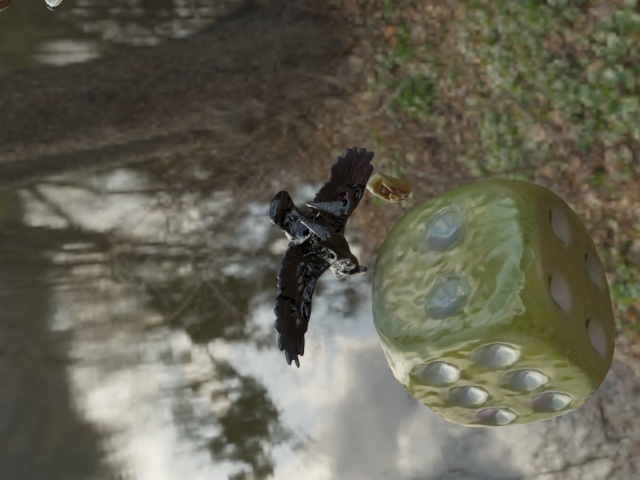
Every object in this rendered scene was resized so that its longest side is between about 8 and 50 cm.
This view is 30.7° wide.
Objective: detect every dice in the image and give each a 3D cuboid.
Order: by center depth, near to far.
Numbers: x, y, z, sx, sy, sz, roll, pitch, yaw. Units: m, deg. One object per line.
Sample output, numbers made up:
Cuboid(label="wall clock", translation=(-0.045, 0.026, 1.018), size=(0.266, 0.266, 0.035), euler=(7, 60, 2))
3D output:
Cuboid(label="dice", translation=(0.218, 0.081, 1.441), size=(0.226, 0.238, 0.233), euler=(-20, 50, 32))

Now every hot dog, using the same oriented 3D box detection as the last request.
Cuboid(label="hot dog", translation=(0.104, -0.071, 1.662), size=(0.030, 0.090, 0.034), euler=(-52, 52, 21))

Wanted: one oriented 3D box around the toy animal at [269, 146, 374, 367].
Cuboid(label="toy animal", translation=(0.000, 0.000, 0.993), size=(0.108, 0.062, 0.220), euler=(58, -133, -56))

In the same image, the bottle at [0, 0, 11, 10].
Cuboid(label="bottle", translation=(-0.270, -0.193, 0.820), size=(0.098, 0.152, 0.099), euler=(15, 121, 25))

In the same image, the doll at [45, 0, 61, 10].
Cuboid(label="doll", translation=(-0.262, -0.362, 1.335), size=(0.106, 0.181, 0.110), euler=(-13, 123, 45))
